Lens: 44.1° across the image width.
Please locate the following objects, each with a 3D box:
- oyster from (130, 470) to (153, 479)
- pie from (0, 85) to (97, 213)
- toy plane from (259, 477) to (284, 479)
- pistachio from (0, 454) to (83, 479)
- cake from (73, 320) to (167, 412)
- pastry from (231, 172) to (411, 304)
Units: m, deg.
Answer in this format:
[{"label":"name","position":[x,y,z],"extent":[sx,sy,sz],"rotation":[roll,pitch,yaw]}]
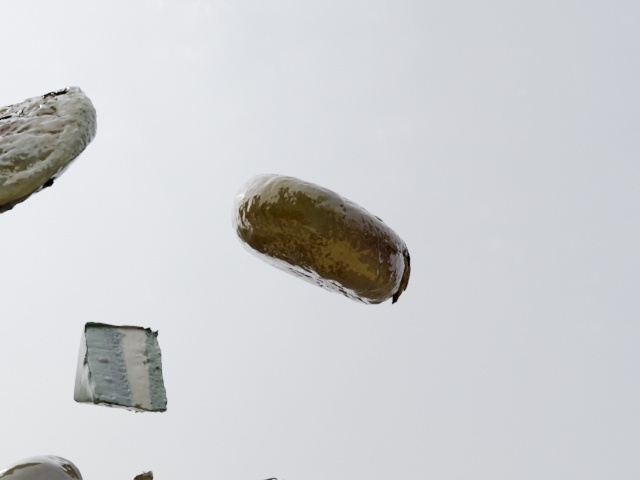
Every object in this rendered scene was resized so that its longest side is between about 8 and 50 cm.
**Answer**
[{"label":"oyster","position":[-0.406,0.536,1.603],"extent":[0.177,0.105,0.056],"rotation":[-40,-76,-6]},{"label":"pie","position":[-0.432,-0.110,1.007],"extent":[0.339,0.339,0.077],"rotation":[-9,-60,14]},{"label":"toy plane","position":[-0.087,0.384,1.150],"extent":[0.145,0.060,0.037],"rotation":[-22,-36,28]},{"label":"pistachio","position":[-0.274,0.267,0.692],"extent":[0.126,0.185,0.108],"rotation":[9,-47,7]},{"label":"cake","position":[-0.384,0.300,1.513],"extent":[0.158,0.283,0.172],"rotation":[8,-71,-22]},{"label":"pastry","position":[0.000,0.000,1.440],"extent":[0.356,0.356,0.164],"rotation":[28,-94,-18]}]
